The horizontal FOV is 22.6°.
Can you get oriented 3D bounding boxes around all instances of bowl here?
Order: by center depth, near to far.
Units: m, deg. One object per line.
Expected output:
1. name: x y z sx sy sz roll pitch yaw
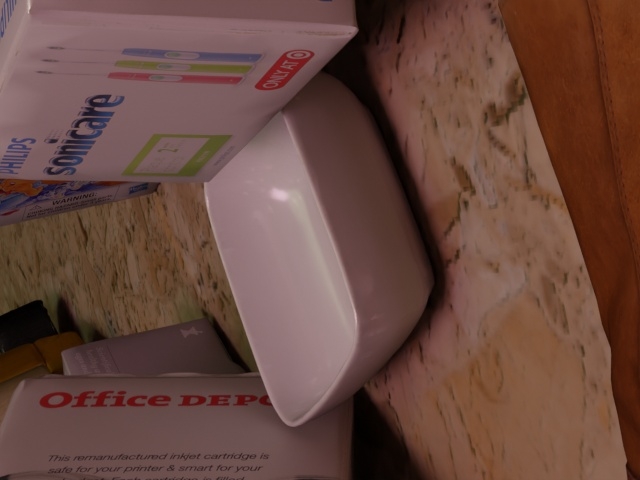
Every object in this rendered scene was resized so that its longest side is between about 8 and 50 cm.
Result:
1. bowl: 0.000 0.000 0.717 0.142 0.053 0.142 69 157 18

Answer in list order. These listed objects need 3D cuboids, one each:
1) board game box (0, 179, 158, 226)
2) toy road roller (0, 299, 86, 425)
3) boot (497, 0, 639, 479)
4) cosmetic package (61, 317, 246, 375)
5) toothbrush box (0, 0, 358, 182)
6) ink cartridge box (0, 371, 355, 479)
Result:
1. board game box: -0.242 -0.067 0.875 0.233 0.347 0.078 129 124 -64
2. toy road roller: -0.246 0.207 1.259 0.240 0.202 0.329 70 166 -15
3. boot: 0.140 0.024 0.389 0.264 0.096 0.280 145 118 -75
4. cosmetic package: -0.091 0.181 0.979 0.127 0.107 0.238 -127 28 -50
5. toothbrush box: -0.082 -0.184 0.651 0.206 0.122 0.283 144 125 -67
6. ink cartridge box: -0.072 0.161 0.712 0.237 0.172 0.100 -84 -8 -62
